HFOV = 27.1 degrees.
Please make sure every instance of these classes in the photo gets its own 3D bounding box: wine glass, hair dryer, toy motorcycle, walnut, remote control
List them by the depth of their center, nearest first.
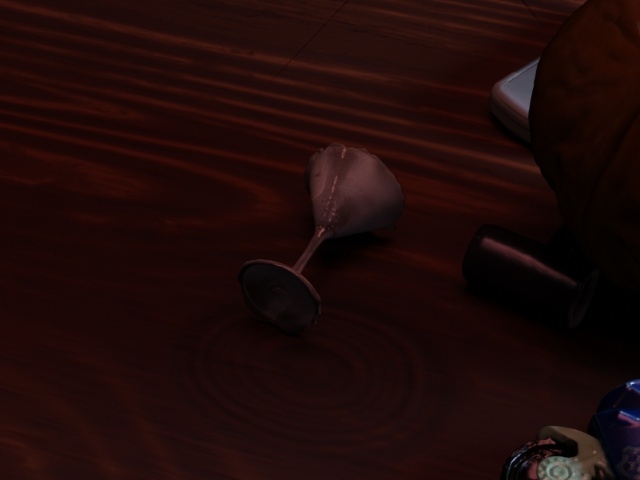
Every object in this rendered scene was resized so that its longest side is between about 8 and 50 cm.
[{"bbox_3d":[0.324,0.225,1.116,0.331,0.125,0.196,21,47,25],"label":"toy motorcycle"},{"bbox_3d":[0.370,-0.080,1.238,0.354,0.398,0.308,37,96,37],"label":"walnut"},{"bbox_3d":[0.000,0.000,1.344,0.122,0.122,0.183,18,49,16],"label":"wine glass"},{"bbox_3d":[0.255,-0.011,1.411,0.128,0.070,0.255,22,40,21],"label":"hair dryer"},{"bbox_3d":[0.341,-0.195,1.602,0.296,0.056,0.140,-32,52,-29],"label":"remote control"}]
